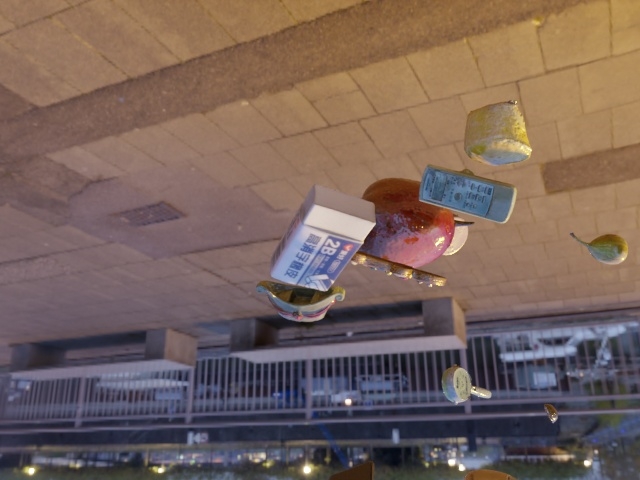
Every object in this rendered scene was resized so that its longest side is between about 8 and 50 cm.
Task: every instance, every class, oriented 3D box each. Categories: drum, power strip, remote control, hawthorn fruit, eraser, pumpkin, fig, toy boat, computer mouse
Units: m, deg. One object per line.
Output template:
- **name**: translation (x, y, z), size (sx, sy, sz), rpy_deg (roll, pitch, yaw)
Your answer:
- **drum**: translation (0.503, 0.522, 2.002), size (0.049, 0.130, 0.253), rpy_deg (-20, 131, 43)
- **power strip**: translation (0.454, -0.030, 2.120), size (0.154, 0.154, 0.078), rpy_deg (10, -162, -28)
- **remote control**: translation (0.361, -0.116, 1.453), size (0.233, 0.098, 0.038), rpy_deg (18, -159, 22)
- **hawthorn fruit**: translation (0.272, -0.046, 1.742), size (0.368, 0.285, 0.285), rpy_deg (-5, 160, 0)
- **eraser**: translation (0.000, 0.000, 1.075), size (0.124, 0.068, 0.210), rpy_deg (18, 135, -17)
- **pumpkin**: translation (0.690, 0.513, 1.752), size (0.028, 0.050, 0.083), rpy_deg (-25, 147, 2)
- **fig**: translation (0.804, 0.017, 1.713), size (0.166, 0.093, 0.093), rpy_deg (12, 163, 15)
- **toy boat**: translation (-0.041, 0.121, 1.197), size (0.185, 0.089, 0.071), rpy_deg (4, 120, 12)
- **computer mouse**: translation (0.624, 0.876, 2.065), size (0.236, 0.082, 0.145), rpy_deg (11, -163, 13)

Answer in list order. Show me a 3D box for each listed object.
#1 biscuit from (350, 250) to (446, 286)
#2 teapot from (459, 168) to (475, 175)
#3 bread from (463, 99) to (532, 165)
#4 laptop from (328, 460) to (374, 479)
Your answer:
- **biscuit**: translation (0.155, 0.060, 1.200), size (0.205, 0.031, 0.138), rpy_deg (15, -177, 7)
- **teapot**: translation (0.538, -0.214, 2.206), size (0.092, 0.124, 0.091), rpy_deg (19, 140, -7)
- **bread**: translation (0.513, -0.302, 1.700), size (0.197, 0.171, 0.197), rpy_deg (1, 178, 0)
- **laptop**: translation (0.068, 0.633, 1.451), size (0.135, 0.016, 0.197), rpy_deg (-24, -166, 14)
